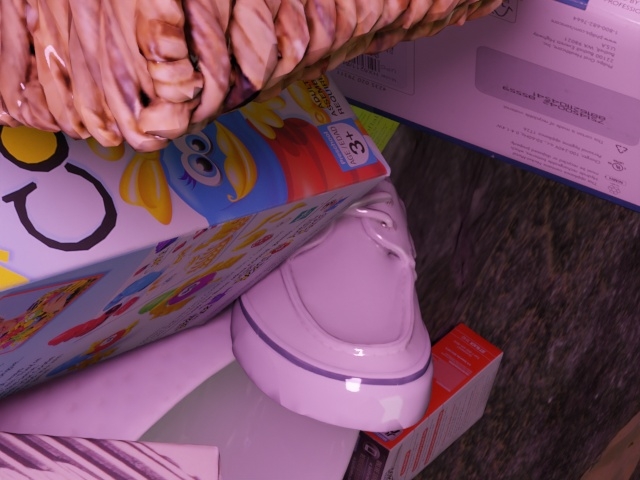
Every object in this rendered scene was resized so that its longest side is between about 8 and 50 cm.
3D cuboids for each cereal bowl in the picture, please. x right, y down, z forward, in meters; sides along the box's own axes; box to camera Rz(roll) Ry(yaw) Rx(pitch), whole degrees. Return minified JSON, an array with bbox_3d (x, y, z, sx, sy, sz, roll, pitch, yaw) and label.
[{"bbox_3d":[-0.130,0.151,0.890,0.339,0.141,0.339,-41,152,-28],"label":"cereal bowl"}]

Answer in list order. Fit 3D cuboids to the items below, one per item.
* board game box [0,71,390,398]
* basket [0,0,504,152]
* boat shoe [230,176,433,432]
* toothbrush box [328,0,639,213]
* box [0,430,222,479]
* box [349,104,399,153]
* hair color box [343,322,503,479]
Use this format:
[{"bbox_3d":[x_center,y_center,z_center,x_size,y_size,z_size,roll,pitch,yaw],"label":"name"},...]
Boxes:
[{"bbox_3d":[-0.127,-0.025,0.620,0.144,0.142,0.275,-39,169,35],"label":"board game box"},{"bbox_3d":[-0.054,-0.205,0.473,0.223,0.213,0.299,-29,126,-46],"label":"basket"},{"bbox_3d":[0.000,0.000,0.779,0.095,0.258,0.084,3,114,-15],"label":"boat shoe"},{"bbox_3d":[0.124,-0.187,0.773,0.295,0.216,0.126,-59,160,-30],"label":"toothbrush box"},{"bbox_3d":[-0.181,0.138,0.633,0.275,0.094,0.113,6,138,-12],"label":"box"},{"bbox_3d":[-0.019,-0.063,0.942,0.109,0.042,0.178,-59,155,5],"label":"box"},{"bbox_3d":[0.086,0.156,1.401,0.167,0.053,0.093,-36,150,-39],"label":"hair color box"}]
